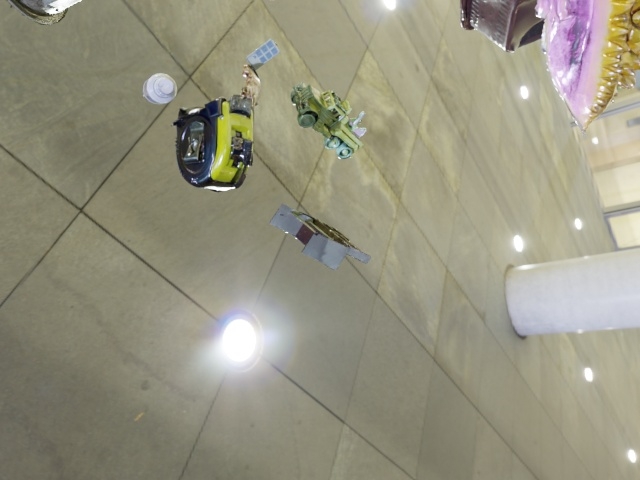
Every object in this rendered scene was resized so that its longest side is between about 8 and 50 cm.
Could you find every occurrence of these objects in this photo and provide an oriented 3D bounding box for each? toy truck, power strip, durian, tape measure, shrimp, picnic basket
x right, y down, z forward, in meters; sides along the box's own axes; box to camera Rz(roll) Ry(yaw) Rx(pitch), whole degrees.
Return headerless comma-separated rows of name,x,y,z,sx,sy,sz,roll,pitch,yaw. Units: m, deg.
toy truck,0.034,-0.353,1.338,0.259,0.135,0.128,26,39,-45
power strip,-0.147,-0.478,1.216,0.040,0.090,0.016,53,2,-23
durian,0.332,-0.312,0.540,0.191,0.112,0.341,-26,106,-30
tape measure,-0.223,-0.196,0.989,0.112,0.199,0.186,-3,92,-48
shrimp,-0.267,-0.536,1.699,0.117,0.066,0.262,51,27,-35
picnic basket,0.374,-0.471,0.826,0.297,0.223,0.129,60,5,-67

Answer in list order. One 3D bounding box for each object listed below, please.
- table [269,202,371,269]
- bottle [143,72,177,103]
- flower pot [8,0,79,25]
table,0.000,0.000,1.008,0.175,0.146,0.062,27,99,-41
bottle,-0.323,-0.307,0.954,0.060,0.217,0.060,-6,106,-21
flower pot,-0.728,-0.772,1.306,0.290,0.259,0.290,-5,90,-72
